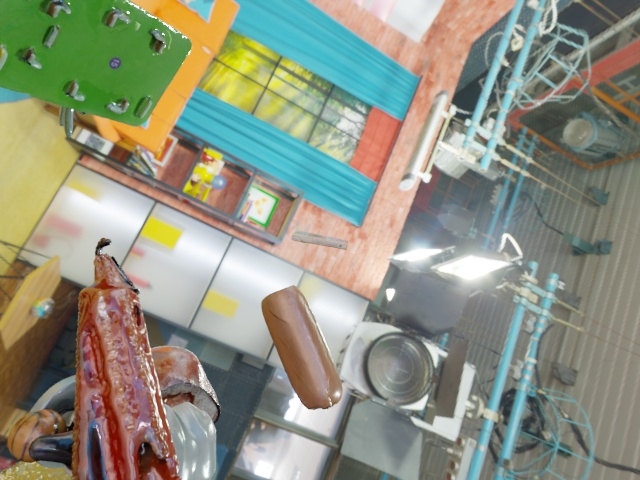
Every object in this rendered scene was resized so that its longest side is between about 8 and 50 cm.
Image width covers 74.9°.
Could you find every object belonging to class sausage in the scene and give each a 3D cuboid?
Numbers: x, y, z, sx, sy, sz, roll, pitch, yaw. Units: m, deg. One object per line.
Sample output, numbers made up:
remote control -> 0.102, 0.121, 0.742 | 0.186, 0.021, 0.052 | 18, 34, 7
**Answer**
sausage -> -0.044, 0.260, 1.010 | 0.305, 0.121, 0.121 | 64, -35, 16

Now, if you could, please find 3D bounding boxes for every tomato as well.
tomato -> -0.300, 0.287, 0.792 | 0.155, 0.180, 0.214 | 52, -26, 42

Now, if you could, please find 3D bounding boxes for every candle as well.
candle -> -0.175, 0.128, 0.354 | 0.059, 0.084, 0.302 | -47, -126, 42

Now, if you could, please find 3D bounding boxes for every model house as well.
model house -> -0.486, -0.349, 0.722 | 0.340, 0.324, 0.300 | -48, 162, 17

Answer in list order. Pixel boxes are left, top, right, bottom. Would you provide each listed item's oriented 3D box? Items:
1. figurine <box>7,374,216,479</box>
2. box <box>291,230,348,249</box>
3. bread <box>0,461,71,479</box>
figurine -> -0.240, 0.243, 0.493 | 0.176, 0.236, 0.133 | 30, 70, -60
box -> 0.000, 0.000, 0.631 | 0.046, 0.083, 0.012 | -62, 162, -81
bread -> -0.421, 0.421, 0.614 | 0.114, 0.185, 0.274 | -40, 170, 24
